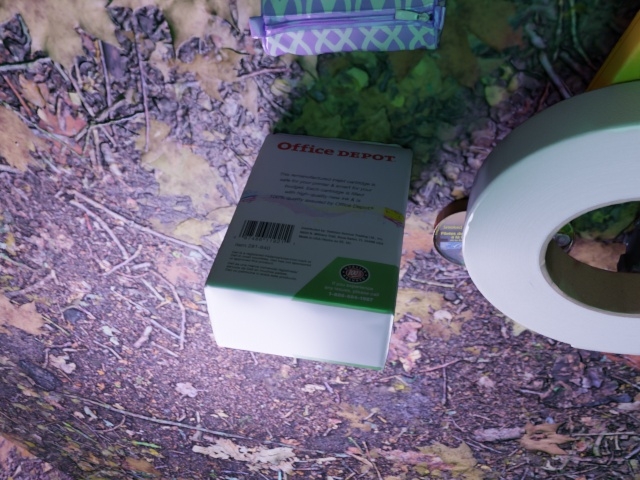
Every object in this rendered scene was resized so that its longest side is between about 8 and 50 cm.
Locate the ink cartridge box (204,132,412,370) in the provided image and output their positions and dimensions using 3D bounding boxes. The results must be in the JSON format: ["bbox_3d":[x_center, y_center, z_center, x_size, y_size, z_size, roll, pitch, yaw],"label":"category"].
[{"bbox_3d":[0.000,0.000,0.723,0.201,0.278,0.117,7,136,7],"label":"ink cartridge box"}]

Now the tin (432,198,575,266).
[{"bbox_3d":[0.253,-0.011,0.816,0.189,0.040,0.106,1,136,12],"label":"tin"}]

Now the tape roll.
[{"bbox_3d":[0.358,0.001,0.661,0.391,0.072,0.392,12,142,10],"label":"tape roll"}]

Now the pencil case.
[{"bbox_3d":[0.035,-0.240,0.625,0.205,0.088,0.087,1,130,14],"label":"pencil case"}]

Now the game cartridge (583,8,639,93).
[{"bbox_3d":[0.443,-0.161,0.545,0.323,0.053,0.285,9,157,3],"label":"game cartridge"}]

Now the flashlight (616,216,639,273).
[{"bbox_3d":[0.557,0.030,0.741,0.303,0.103,0.103,13,178,6],"label":"flashlight"}]
